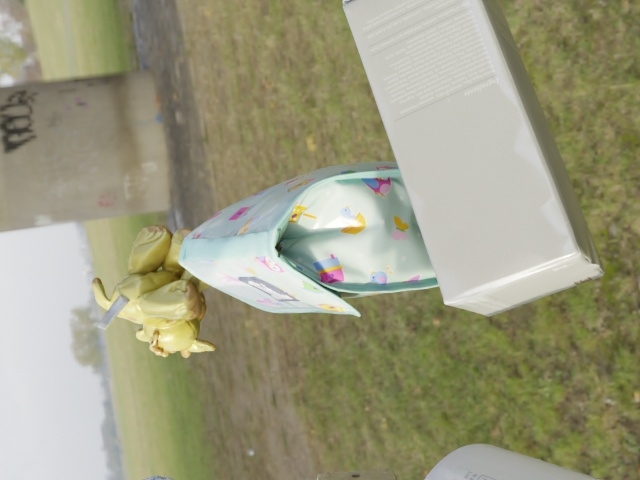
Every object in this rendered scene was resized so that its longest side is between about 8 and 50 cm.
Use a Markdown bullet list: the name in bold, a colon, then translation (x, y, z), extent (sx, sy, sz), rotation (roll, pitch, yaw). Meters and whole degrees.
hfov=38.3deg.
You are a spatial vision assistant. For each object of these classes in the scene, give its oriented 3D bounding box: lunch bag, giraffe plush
- **lunch bag**: translation (0.000, 0.000, 1.021), extent (0.223, 0.262, 0.160), rotation (-3, 96, 56)
- **giraffe plush**: translation (-0.231, 0.103, 1.427), extent (0.181, 0.210, 0.170), rotation (36, 160, 37)

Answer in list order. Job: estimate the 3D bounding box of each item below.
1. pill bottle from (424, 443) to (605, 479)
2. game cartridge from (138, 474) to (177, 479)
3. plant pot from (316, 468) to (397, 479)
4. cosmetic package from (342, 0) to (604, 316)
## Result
- **pill bottle**: translation (0.176, 0.223, 0.604), extent (0.229, 0.131, 0.131), rotation (6, 106, 50)
- **game cartridge**: translation (-0.165, 0.260, 0.945), extent (0.083, 0.056, 0.017), rotation (-27, 48, 45)
- **plant pot**: translation (0.037, 0.273, 0.862), extent (0.109, 0.109, 0.096), rotation (-86, -8, -83)
- **cosmetic package**: translation (0.112, -0.072, 0.666), extent (0.127, 0.107, 0.238), rotation (23, -129, -63)
